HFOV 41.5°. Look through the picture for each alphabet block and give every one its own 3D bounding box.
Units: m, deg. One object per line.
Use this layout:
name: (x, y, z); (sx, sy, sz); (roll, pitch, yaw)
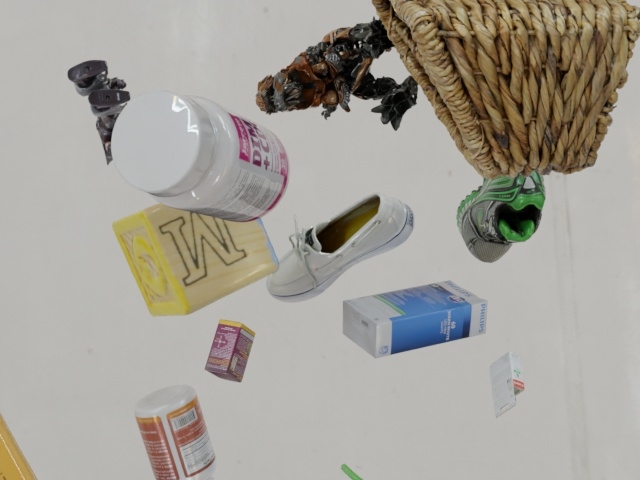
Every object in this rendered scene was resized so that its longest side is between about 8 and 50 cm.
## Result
alphabet block: (-0.222, 0.010, 1.499); (0.197, 0.192, 0.194); (-26, 96, -31)

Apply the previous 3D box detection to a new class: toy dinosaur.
toy dinosaur: (0.049, -0.290, 1.341); (0.218, 0.164, 0.322); (20, 66, 48)

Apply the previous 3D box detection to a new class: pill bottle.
pill bottle: (-0.165, -0.117, 1.215); (0.160, 0.283, 0.161); (-1, 86, 20)
pill bottle: (-0.267, 0.393, 1.599); (0.121, 0.121, 0.216); (-14, 100, 0)

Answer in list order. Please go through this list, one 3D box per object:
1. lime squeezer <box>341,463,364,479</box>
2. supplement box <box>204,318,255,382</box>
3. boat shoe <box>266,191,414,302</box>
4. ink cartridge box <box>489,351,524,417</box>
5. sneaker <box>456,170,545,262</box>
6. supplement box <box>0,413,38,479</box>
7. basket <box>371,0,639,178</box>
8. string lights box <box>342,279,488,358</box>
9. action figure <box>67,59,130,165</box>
lime squeezer: (0.164, 0.519, 1.733); (0.310, 0.059, 0.110); (7, 35, 25)
supplement box: (-0.140, 0.172, 1.315); (0.043, 0.055, 0.083); (7, 69, 23)
boat shoe: (0.002, 0.007, 1.714); (0.367, 0.156, 0.136); (-27, 52, 29)
ink cartridge box: (0.352, 0.274, 1.590); (0.029, 0.063, 0.115); (21, 46, -21)
sneaker: (0.351, -0.042, 1.657); (0.134, 0.344, 0.146); (-2, 61, -2)
supplement box: (-0.173, 0.137, 0.410); (0.078, 0.080, 0.233); (-27, 61, -26)
basket: (0.135, -0.195, 0.860); (0.222, 0.214, 0.299); (-6, 42, -15)
string lights box: (0.188, 0.151, 1.679); (0.259, 0.133, 0.077); (-8, 110, -26)
action figure: (-0.424, -0.257, 1.714); (0.099, 0.285, 0.185); (-20, 79, -9)
